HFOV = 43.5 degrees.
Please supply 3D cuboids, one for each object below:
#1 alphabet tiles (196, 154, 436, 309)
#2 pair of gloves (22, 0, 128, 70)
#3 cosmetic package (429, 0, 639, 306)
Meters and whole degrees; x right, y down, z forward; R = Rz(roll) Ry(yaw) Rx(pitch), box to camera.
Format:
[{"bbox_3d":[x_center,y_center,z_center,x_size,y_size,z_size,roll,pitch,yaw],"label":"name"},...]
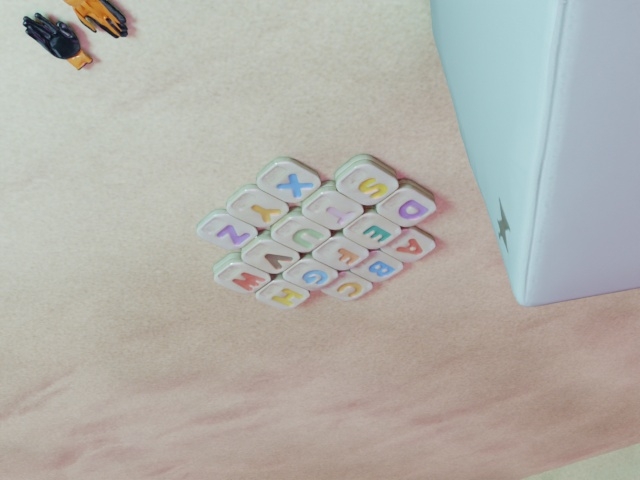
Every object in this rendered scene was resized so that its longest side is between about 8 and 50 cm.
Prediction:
[{"bbox_3d":[0.000,0.000,1.014,0.278,0.021,0.284,27,130,-37],"label":"alphabet tiles"},{"bbox_3d":[-0.222,-0.195,0.727,0.083,0.010,0.074,-26,141,26],"label":"pair of gloves"},{"bbox_3d":[0.297,-0.197,0.562,0.394,0.329,0.327,-11,144,2],"label":"cosmetic package"}]
